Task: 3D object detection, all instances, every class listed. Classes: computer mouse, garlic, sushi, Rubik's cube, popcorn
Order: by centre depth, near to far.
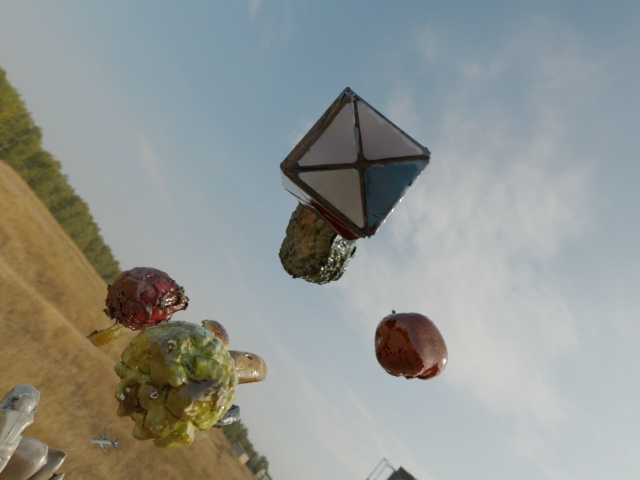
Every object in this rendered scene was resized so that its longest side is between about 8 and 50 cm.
[{"bbox_3d":[-0.328,0.311,0.913,0.282,0.282,0.247,47,-5,15],"label":"popcorn"},{"bbox_3d":[0.090,-0.202,1.173,0.307,0.310,0.305,38,-5,-1],"label":"Rubik's cube"},{"bbox_3d":[-1.028,0.777,1.318,0.132,0.325,0.278,1,-57,47],"label":"garlic"},{"bbox_3d":[0.000,0.000,1.599,0.294,0.351,0.178,10,-10,46],"label":"sushi"},{"bbox_3d":[-0.504,0.786,1.822,0.270,0.170,0.100,0,-93,35],"label":"computer mouse"}]

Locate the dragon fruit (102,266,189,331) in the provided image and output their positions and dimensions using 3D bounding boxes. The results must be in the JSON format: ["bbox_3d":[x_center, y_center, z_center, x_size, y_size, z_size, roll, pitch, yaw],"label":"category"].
[{"bbox_3d":[-0.646,0.219,1.513,0.299,0.244,0.244,9,-27,-9],"label":"dragon fruit"}]

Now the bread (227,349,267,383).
[{"bbox_3d":[-0.433,0.568,1.797,0.337,0.328,0.147,-17,-113,28],"label":"bread"}]

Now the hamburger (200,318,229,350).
[{"bbox_3d":[-0.370,0.331,1.399,0.126,0.082,0.141,55,-6,-32],"label":"hamburger"}]

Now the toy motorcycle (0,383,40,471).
[{"bbox_3d":[-0.895,0.537,1.145,0.108,0.223,0.340,40,23,-31],"label":"toy motorcycle"}]

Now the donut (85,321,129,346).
[{"bbox_3d":[-0.902,0.394,1.741,0.146,0.181,0.078,-21,-85,46],"label":"donut"}]

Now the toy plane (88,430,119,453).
[{"bbox_3d":[-0.652,0.606,1.215,0.085,0.077,0.024,15,8,-4],"label":"toy plane"}]

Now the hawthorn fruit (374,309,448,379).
[{"bbox_3d":[0.338,0.399,1.567,0.275,0.276,0.299,95,-18,-54],"label":"hawthorn fruit"}]
